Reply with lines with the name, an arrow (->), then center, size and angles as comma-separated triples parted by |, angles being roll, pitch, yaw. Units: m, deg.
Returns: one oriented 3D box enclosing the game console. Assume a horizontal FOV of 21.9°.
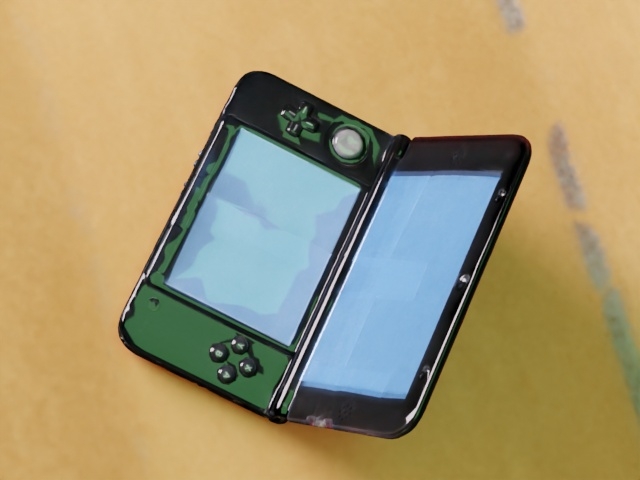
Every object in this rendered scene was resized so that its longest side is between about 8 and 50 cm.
game console -> 0.000, 0.000, 0.699 | 0.124, 0.085, 0.144 | 27, 71, -6
